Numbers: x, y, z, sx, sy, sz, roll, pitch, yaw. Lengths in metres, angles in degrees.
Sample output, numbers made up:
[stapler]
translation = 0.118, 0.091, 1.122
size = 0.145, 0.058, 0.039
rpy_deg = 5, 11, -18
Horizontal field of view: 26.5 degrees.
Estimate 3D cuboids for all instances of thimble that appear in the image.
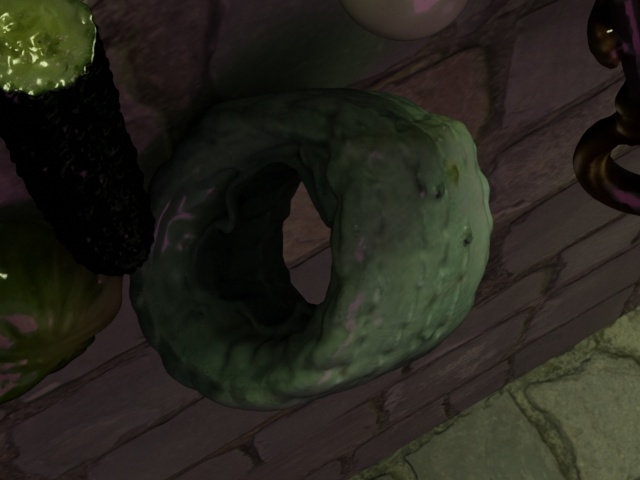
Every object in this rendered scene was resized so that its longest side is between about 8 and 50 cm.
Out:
[thimble]
translation = 0.000, 0.000, 0.923
size = 0.250, 0.205, 0.172
rpy_deg = -42, 160, 34

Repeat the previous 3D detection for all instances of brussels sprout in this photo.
[brussels sprout]
translation = -0.213, 0.047, 0.896
size = 0.181, 0.100, 0.139
rpy_deg = -5, 136, -21

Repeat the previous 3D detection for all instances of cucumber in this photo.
[cucumber]
translation = -0.141, -0.046, 0.781
size = 0.072, 0.072, 0.300
rpy_deg = -28, 160, -11

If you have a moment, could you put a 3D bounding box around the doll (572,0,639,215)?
[doll]
translation = 0.297, -0.164, 0.898
size = 0.318, 0.209, 0.340
rpy_deg = -20, 159, 11

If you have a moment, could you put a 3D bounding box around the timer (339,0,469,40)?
[timer]
translation = 0.119, -0.170, 0.613
size = 0.233, 0.233, 0.240
rpy_deg = -2, 124, -56
